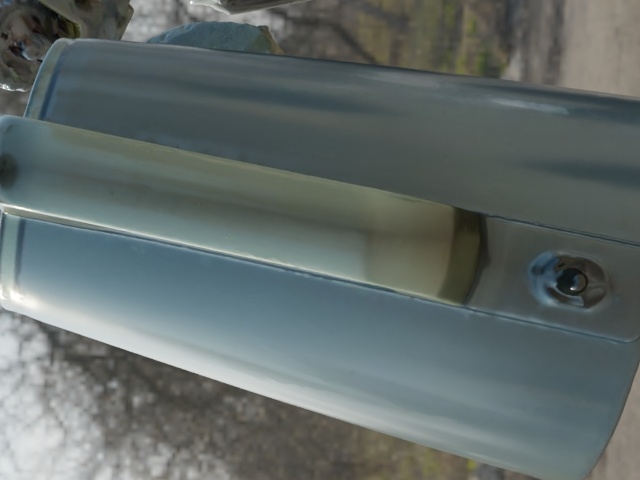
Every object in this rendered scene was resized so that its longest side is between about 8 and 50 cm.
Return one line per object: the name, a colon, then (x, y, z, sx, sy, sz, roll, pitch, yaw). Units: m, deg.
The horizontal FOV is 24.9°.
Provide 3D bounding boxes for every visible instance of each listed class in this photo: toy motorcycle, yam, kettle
toy motorcycle: (-0.174, -0.196, 1.110, 0.130, 0.094, 0.229, 46, -113, -43)
yam: (-0.148, -0.156, 1.456, 0.106, 0.259, 0.106, 53, -155, -39)
kettle: (0.000, 0.000, 0.556, 0.210, 0.243, 0.159, -116, 38, -85)

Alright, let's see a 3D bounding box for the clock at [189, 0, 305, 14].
clock: (0.014, -0.281, 1.131, 0.083, 0.253, 0.186, 56, 141, 23)
